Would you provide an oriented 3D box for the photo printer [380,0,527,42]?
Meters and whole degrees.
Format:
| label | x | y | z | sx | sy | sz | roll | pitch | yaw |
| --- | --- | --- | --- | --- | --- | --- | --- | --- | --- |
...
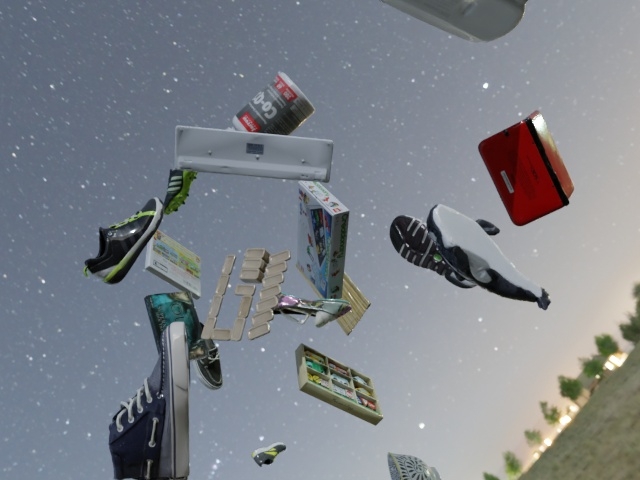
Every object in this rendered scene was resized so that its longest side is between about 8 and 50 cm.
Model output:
| label | x | y | z | sx | sy | sz | roll | pitch | yaw |
| --- | --- | --- | --- | --- | --- | --- | --- | --- | --- |
| photo printer | 0.132 | -0.414 | 0.591 | 0.256 | 0.107 | 0.307 | 16 | -107 | -18 |

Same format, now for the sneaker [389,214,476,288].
| label | x | y | z | sx | sy | sz | roll | pitch | yaw |
| --- | --- | --- | --- | --- | --- | --- | --- | --- | --- |
| sneaker | 0.315 | 0.031 | 1.320 | 0.163 | 0.281 | 0.106 | 2 | -59 | -49 |

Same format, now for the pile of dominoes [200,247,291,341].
| label | x | y | z | sx | sy | sz | roll | pitch | yaw |
| --- | --- | --- | --- | --- | --- | --- | --- | --- | --- |
| pile of dominoes | -0.176 | 0.138 | 1.283 | 0.040 | 0.196 | 0.251 | 50 | -134 | -51 |

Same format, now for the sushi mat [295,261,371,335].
| label | x | y | z | sx | sy | sz | roll | pitch | yaw |
| --- | --- | --- | --- | --- | --- | --- | --- | --- | --- |
| sushi mat | 0.033 | 0.139 | 1.639 | 0.019 | 0.316 | 0.151 | -5 | -43 | -46 |

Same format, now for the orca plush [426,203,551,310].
| label | x | y | z | sx | sy | sz | roll | pitch | yaw |
| --- | --- | --- | --- | --- | --- | --- | --- | --- | --- |
| orca plush | 0.321 | 0.047 | 1.042 | 0.151 | 0.287 | 0.102 | -64 | 5 | -36 |

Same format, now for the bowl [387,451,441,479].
| label | x | y | z | sx | sy | sz | roll | pitch | yaw |
| --- | --- | --- | --- | --- | --- | --- | --- | --- | --- |
| bowl | 0.192 | 0.483 | 0.984 | 0.080 | 0.170 | 0.170 | -13 | -40 | -6 |

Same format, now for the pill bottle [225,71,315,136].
| label | x | y | z | sx | sy | sz | roll | pitch | yaw |
| --- | --- | --- | --- | --- | --- | --- | --- | --- | --- |
| pill bottle | -0.169 | -0.366 | 1.595 | 0.283 | 0.161 | 0.161 | -42 | -30 | 6 |

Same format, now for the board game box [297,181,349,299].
| label | x | y | z | sx | sy | sz | roll | pitch | yaw |
| --- | --- | --- | --- | --- | --- | --- | --- | --- | --- |
| board game box | 0.000 | 0.000 | 1.439 | 0.053 | 0.193 | 0.305 | -17 | -48 | -25 |

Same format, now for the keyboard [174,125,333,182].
| label | x | y | z | sx | sy | sz | roll | pitch | yaw |
| --- | --- | --- | --- | --- | --- | --- | --- | --- | --- |
| keyboard | -0.108 | -0.141 | 0.845 | 0.256 | 0.014 | 0.072 | 4 | -80 | -7 |

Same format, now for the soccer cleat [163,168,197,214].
| label | x | y | z | sx | sy | sz | roll | pitch | yaw |
| --- | --- | --- | --- | --- | --- | --- | --- | --- | --- |
| soccer cleat | -0.397 | -0.154 | 1.427 | 0.179 | 0.072 | 0.060 | -57 | -19 | 17 |

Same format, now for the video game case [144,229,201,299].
| label | x | y | z | sx | sy | sz | roll | pitch | yaw |
| --- | --- | --- | --- | --- | --- | --- | --- | --- | --- |
| video game case | -0.507 | 0.079 | 1.788 | 0.026 | 0.206 | 0.227 | -36 | -51 | 18 |

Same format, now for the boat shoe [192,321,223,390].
| label | x | y | z | sx | sy | sz | roll | pitch | yaw |
| --- | --- | --- | --- | --- | --- | --- | --- | --- | --- |
| boat shoe | -0.350 | 0.355 | 1.577 | 0.070 | 0.219 | 0.078 | -26 | 0 | 36 |

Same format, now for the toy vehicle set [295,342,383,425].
| label | x | y | z | sx | sy | sz | roll | pitch | yaw |
| --- | --- | --- | --- | --- | --- | --- | --- | --- | --- |
| toy vehicle set | 0.050 | 0.407 | 1.457 | 0.267 | 0.166 | 0.035 | 31 | -71 | -21 |

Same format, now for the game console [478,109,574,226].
| label | x | y | z | sx | sy | sz | roll | pitch | yaw |
| --- | --- | --- | --- | --- | --- | --- | --- | --- | --- |
| game console | 0.319 | -0.112 | 0.792 | 0.124 | 0.144 | 0.085 | -26 | 5 | 10 |

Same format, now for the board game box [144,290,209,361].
| label | x | y | z | sx | sy | sz | roll | pitch | yaw |
| --- | --- | --- | --- | --- | --- | --- | --- | --- | --- |
| board game box | -0.368 | 0.222 | 1.319 | 0.126 | 0.186 | 0.026 | -3 | -26 | -45 |

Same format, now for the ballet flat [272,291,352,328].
| label | x | y | z | sx | sy | sz | roll | pitch | yaw |
| --- | --- | --- | --- | --- | --- | --- | --- | --- | --- |
| ballet flat | -0.029 | 0.193 | 1.386 | 0.077 | 0.222 | 0.079 | 83 | -163 | -57 |

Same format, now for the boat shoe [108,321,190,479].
| label | x | y | z | sx | sy | sz | roll | pitch | yaw |
| --- | --- | --- | --- | --- | --- | --- | --- | --- | --- |
| boat shoe | -0.342 | 0.330 | 1.026 | 0.158 | 0.127 | 0.340 | 0 | -80 | -13 |

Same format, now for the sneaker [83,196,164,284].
| label | x | y | z | sx | sy | sz | roll | pitch | yaw |
| --- | --- | --- | --- | --- | --- | --- | --- | --- | --- |
| sneaker | -0.434 | -0.014 | 1.134 | 0.097 | 0.084 | 0.234 | 38 | -118 | -27 |

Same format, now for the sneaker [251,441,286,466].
| label | x | y | z | sx | sy | sz | roll | pitch | yaw |
| --- | --- | --- | --- | --- | --- | --- | --- | --- | --- |
| sneaker | -0.104 | 0.447 | 1.068 | 0.083 | 0.035 | 0.031 | -2 | -49 | -40 |
